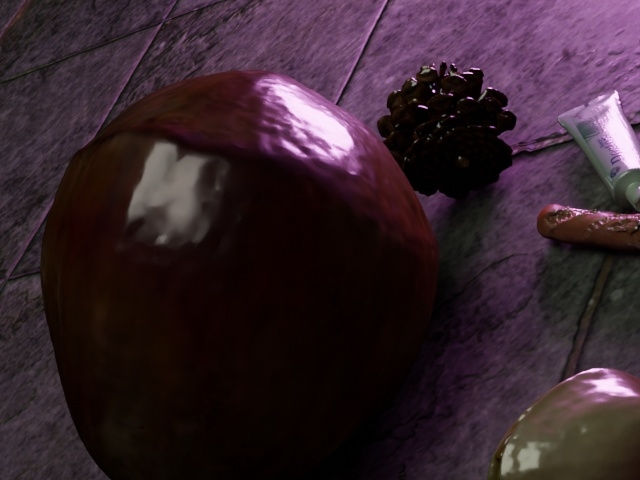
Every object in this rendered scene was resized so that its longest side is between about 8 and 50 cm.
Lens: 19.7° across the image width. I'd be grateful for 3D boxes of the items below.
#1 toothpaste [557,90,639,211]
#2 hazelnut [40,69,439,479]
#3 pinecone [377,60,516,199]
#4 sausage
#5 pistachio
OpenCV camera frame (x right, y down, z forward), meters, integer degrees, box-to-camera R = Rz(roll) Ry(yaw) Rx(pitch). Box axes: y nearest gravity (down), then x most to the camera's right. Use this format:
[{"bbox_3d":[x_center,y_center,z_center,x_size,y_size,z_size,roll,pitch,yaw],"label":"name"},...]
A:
[{"bbox_3d":[0.268,-0.082,1.693,0.064,0.041,0.218,-25,28,7],"label":"toothpaste"},{"bbox_3d":[-0.081,0.049,1.649,0.421,0.353,0.420,-31,55,58],"label":"hazelnut"},{"bbox_3d":[0.121,-0.112,1.810,0.140,0.140,0.120,-28,43,24],"label":"pinecone"},{"bbox_3d":[0.243,-0.012,1.629,0.158,0.042,0.036,9,94,58],"label":"sausage"},{"bbox_3d":[0.193,0.159,1.368,0.149,0.113,0.113,-20,20,-25],"label":"pistachio"}]
